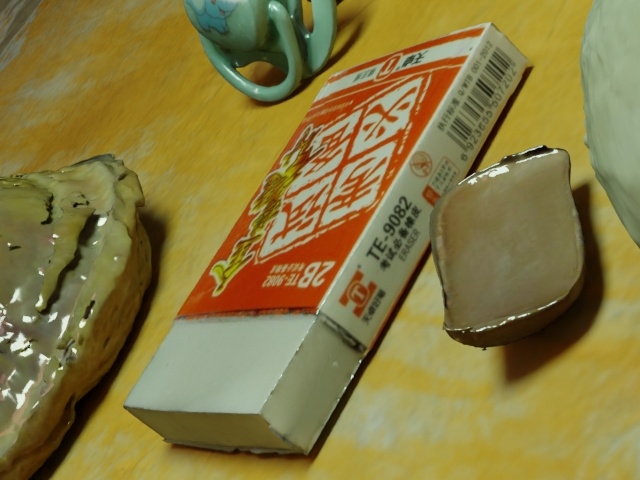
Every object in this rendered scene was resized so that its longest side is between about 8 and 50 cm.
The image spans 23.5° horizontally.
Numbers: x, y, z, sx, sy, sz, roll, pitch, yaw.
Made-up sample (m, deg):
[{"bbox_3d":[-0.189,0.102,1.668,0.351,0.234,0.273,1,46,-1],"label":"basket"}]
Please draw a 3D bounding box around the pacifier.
[{"bbox_3d":[-0.025,-0.161,1.028,0.116,0.127,0.150,-23,20,-39],"label":"pacifier"}]

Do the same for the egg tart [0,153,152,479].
[{"bbox_3d":[-0.258,0.066,1.041,0.352,0.150,0.352,-41,27,27],"label":"egg tart"}]

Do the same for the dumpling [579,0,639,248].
[{"bbox_3d":[0.157,-0.039,0.419,0.216,0.166,0.126,82,177,-73],"label":"dumpling"}]

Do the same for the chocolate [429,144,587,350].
[{"bbox_3d":[0.080,0.007,0.614,0.064,0.031,0.101,-25,33,15],"label":"chocolate"}]

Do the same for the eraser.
[{"bbox_3d":[0.000,0.000,0.773,0.157,0.038,0.230,-8,46,59],"label":"eraser"}]
